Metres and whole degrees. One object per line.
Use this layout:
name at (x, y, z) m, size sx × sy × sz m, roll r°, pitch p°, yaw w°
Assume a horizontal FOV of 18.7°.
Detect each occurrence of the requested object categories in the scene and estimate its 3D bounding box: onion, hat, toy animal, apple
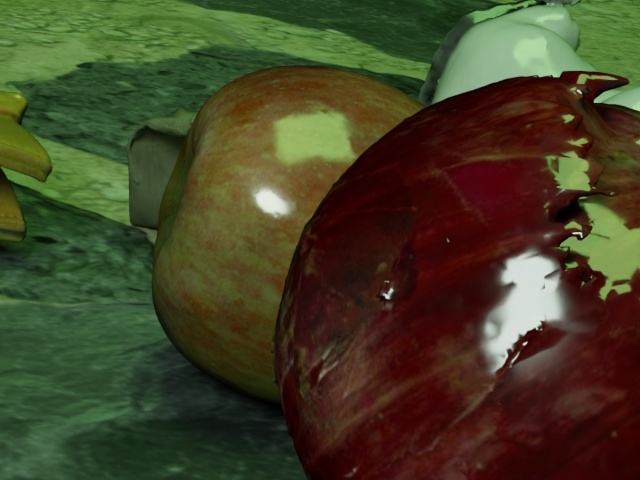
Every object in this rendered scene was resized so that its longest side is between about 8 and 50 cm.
onion at (0.111, 0.062, 0.839) m, size 0.276 × 0.276 × 0.276 m, roll 9°, pitch 18°, yaw -3°
hat at (-0.021, -0.046, 1.313) m, size 0.166 × 0.144 × 0.173 m, roll 20°, pitch 37°, yaw 33°
toy animal at (0.175, -0.033, 1.286) m, size 0.247 × 0.182 × 0.310 m, roll 1°, pitch 28°, yaw -18°
apple at (0.000, 0.000, 1.064) m, size 0.174 × 0.188 × 0.188 m, roll 19°, pitch 16°, yaw -9°

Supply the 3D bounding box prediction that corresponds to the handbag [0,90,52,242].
handbag at (-0.359, -0.107, 1.300) m, size 0.283 × 0.133 × 0.401 m, roll 6°, pitch 18°, yaw -30°
